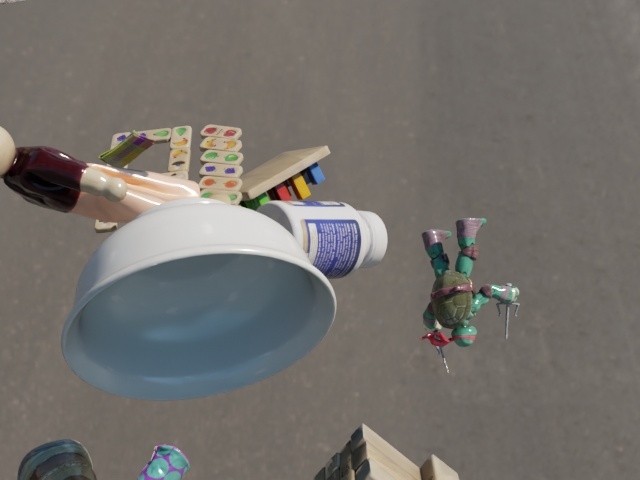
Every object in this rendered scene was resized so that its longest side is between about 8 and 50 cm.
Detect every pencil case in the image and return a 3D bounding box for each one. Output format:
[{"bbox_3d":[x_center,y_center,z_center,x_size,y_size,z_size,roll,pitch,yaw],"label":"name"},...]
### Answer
[{"bbox_3d":[-0.291,0.416,1.949,0.070,0.064,0.152,43,63,-7],"label":"pencil case"}]

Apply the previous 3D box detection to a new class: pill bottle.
[{"bbox_3d":[0.000,0.000,1.627,0.186,0.112,0.112,0,30,-41],"label":"pill bottle"}]

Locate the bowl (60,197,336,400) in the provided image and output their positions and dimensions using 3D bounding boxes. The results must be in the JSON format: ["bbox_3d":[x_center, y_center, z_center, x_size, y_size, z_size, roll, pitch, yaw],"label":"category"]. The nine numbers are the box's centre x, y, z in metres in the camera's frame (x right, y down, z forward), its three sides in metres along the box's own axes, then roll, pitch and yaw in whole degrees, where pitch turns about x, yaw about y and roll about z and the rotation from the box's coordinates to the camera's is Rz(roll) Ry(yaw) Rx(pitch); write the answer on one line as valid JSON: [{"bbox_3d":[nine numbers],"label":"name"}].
[{"bbox_3d":[-0.139,0.047,1.266,0.297,0.298,0.134,-5,56,-14],"label":"bowl"}]

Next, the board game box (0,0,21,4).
[{"bbox_3d":[-0.401,-0.352,1.201,0.291,0.141,0.232,22,28,27],"label":"board game box"}]

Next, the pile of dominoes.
[{"bbox_3d":[-0.203,-0.099,1.567,0.195,0.040,0.251,-7,38,3],"label":"pile of dominoes"}]

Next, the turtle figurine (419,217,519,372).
[{"bbox_3d":[0.230,0.089,1.872,0.175,0.234,0.118,-13,-15,23],"label":"turtle figurine"}]

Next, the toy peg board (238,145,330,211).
[{"bbox_3d":[-0.071,-0.078,1.867,0.160,0.079,0.161,-31,14,-24],"label":"toy peg board"}]

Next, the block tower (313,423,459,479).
[{"bbox_3d":[-0.027,0.299,0.944,0.097,0.335,0.091,40,13,-11],"label":"block tower"}]

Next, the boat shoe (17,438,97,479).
[{"bbox_3d":[-0.324,0.414,1.491,0.123,0.325,0.116,-18,34,-26],"label":"boat shoe"}]

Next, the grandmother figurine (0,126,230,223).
[{"bbox_3d":[-0.290,-0.066,1.355,0.342,0.207,0.104,19,66,-29],"label":"grandmother figurine"}]

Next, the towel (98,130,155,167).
[{"bbox_3d":[-0.243,-0.114,1.456,0.009,0.060,0.083,55,7,8],"label":"towel"}]
